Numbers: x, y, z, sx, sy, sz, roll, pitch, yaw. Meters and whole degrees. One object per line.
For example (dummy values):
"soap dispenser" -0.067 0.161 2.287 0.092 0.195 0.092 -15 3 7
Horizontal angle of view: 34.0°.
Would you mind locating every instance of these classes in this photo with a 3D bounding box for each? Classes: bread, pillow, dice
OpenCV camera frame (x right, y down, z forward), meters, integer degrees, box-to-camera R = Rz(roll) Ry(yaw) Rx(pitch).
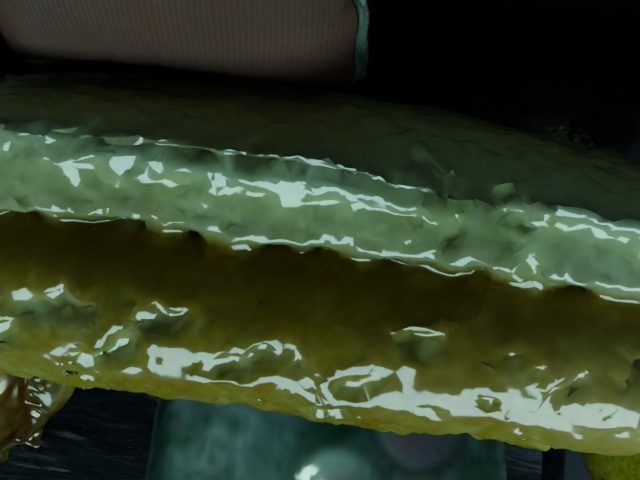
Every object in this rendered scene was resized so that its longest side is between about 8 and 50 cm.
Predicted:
"bread" 0.000 0.000 0.569 0.376 0.165 0.236 8 -169 7
"pillow" -0.064 -0.126 0.447 0.179 0.075 0.171 8 157 2
"dice" -0.017 0.282 1.050 0.328 0.348 0.330 9 158 -7

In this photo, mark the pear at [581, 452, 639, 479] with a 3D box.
"pear" 0.308 0.147 0.822 0.209 0.208 0.209 7 157 3

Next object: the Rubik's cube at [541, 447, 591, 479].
"Rubik's cube" 0.402 0.308 1.011 0.314 0.318 0.316 -4 155 27

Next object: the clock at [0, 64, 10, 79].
"clock" -0.335 -0.076 0.598 0.313 0.061 0.312 2 168 1

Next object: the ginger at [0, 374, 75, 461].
"ginger" -0.267 0.082 0.782 0.254 0.176 0.418 15 171 4
